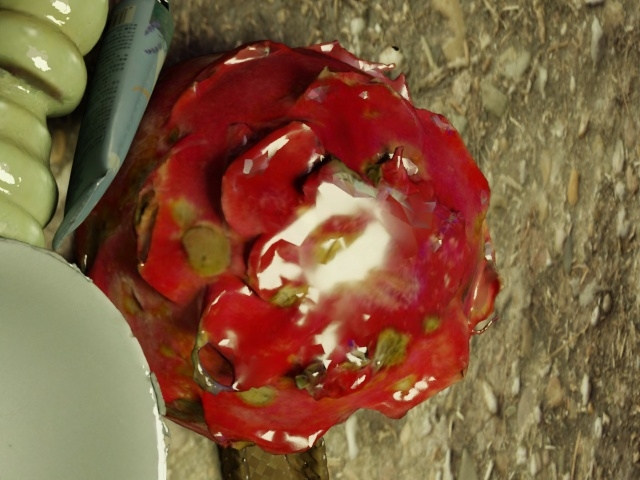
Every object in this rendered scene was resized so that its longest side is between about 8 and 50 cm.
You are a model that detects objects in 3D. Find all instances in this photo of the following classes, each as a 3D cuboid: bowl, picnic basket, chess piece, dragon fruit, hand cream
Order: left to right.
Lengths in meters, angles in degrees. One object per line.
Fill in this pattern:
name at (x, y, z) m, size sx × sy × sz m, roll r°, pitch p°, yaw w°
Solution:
bowl at (-0.274, 0.170, 0.720) m, size 0.345 × 0.157 × 0.346 m, roll 7°, pitch 82°, yaw -54°
chess piece at (-0.230, -0.110, 0.791) m, size 0.133 × 0.133 × 0.243 m, roll 32°, pitch 65°, yaw -41°
hand cream at (-0.160, -0.107, 0.833) m, size 0.055 × 0.088 × 0.256 m, roll 29°, pitch 44°, yaw -21°
picnic basket at (-0.045, 0.234, 1.041) m, size 0.110 × 0.054 × 0.194 m, roll -19°, pitch 107°, yaw -43°
dragon fruit at (0.000, 0.000, 0.909) m, size 0.386 × 0.249 × 0.371 m, roll 27°, pitch 73°, yaw -26°
